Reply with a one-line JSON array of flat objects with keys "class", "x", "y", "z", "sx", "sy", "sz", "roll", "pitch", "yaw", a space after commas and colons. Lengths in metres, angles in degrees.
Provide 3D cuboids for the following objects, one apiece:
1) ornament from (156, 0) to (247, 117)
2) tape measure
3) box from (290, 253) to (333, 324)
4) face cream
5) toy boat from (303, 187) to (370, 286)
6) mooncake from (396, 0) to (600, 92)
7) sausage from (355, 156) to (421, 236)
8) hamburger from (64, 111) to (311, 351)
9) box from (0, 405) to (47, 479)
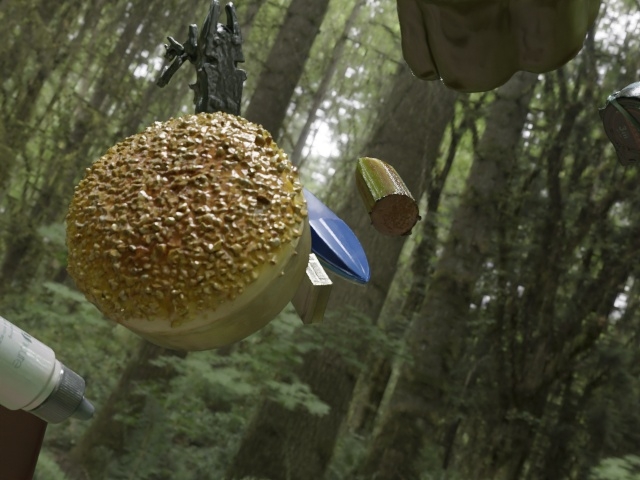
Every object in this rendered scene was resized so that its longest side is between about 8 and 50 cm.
[{"class": "ornament", "x": -0.191, "y": -0.246, "z": 1.241, "sx": 0.080, "sy": 0.202, "sz": 0.236, "roll": 2, "pitch": -3, "yaw": -30}, {"class": "tape measure", "x": 0.749, "y": -0.276, "z": 1.837, "sx": 0.181, "sy": 0.107, "sz": 0.182, "roll": -5, "pitch": -61, "yaw": 59}, {"class": "box", "x": -0.019, "y": 0.077, "z": 1.227, "sx": 0.035, "sy": 0.083, "sz": 0.079, "roll": -3, "pitch": 38, "yaw": -26}, {"class": "face cream", "x": -0.397, "y": 0.144, "z": 0.966, "sx": 0.092, "sy": 0.092, "sz": 0.311, "roll": 5, "pitch": -32, "yaw": 48}, {"class": "toy boat", "x": 0.000, "y": 0.000, "z": 1.517, "sx": 0.129, "sy": 0.088, "sz": 0.295, "roll": -3, "pitch": 34, "yaw": -40}, {"class": "mooncake", "x": 0.405, "y": -0.539, "z": 1.804, "sx": 0.467, "sy": 0.467, "sz": 0.262, "roll": 12, "pitch": -46, "yaw": 35}, {"class": "sausage", "x": 0.148, "y": -0.130, "z": 1.998, "sx": 0.125, "sy": 0.117, "sz": 0.317, "roll": 20, "pitch": 22, "yaw": -21}, {"class": "hamburger", "x": -0.152, "y": -0.013, "z": 0.925, "sx": 0.302, "sy": 0.302, "sz": 0.170, "roll": 14, "pitch": -31, "yaw": 29}, {"class": "box", "x": -0.694, "y": 0.399, "z": 1.631, "sx": 0.108, "sy": 0.404, "sz": 0.263, "roll": 11, "pitch": -6, "yaw": 44}]
